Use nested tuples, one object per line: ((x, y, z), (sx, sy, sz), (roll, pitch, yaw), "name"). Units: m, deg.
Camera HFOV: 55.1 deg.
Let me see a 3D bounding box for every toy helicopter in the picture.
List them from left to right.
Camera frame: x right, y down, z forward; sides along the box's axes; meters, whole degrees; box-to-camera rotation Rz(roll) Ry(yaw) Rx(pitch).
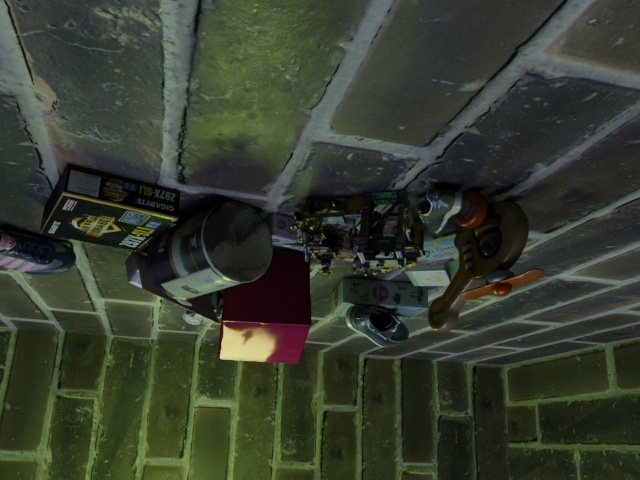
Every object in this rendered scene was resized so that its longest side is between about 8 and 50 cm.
((0.353, 0.078, 1.381), (0.140, 0.235, 0.354), (12, 120, -27), "toy helicopter")

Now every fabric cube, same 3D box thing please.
((-0.168, 0.194, 1.834), (0.255, 0.258, 0.258), (4, 144, -7), "fabric cube")

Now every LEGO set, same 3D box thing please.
((0.090, 0.024, 1.436), (0.332, 0.192, 0.254), (2, 148, 10), "LEGO set")

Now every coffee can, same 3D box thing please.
((-0.281, 0.031, 1.548), (0.202, 0.201, 0.276), (18, 155, -39), "coffee can")

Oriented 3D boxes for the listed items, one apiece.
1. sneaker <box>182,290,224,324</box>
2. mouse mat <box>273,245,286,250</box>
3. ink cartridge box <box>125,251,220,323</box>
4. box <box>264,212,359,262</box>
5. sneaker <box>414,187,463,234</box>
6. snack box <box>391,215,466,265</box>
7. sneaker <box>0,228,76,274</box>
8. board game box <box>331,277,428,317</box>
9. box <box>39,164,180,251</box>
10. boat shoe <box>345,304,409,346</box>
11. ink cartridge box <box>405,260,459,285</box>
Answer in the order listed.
((-0.410, 0.198, 2.128), (0.235, 0.153, 0.094), (-10, 148, -50), "sneaker")
((-0.187, 0.006, 1.766), (0.153, 0.007, 0.190), (-15, 156, 41), "mouse mat")
((-0.451, 0.159, 1.869), (0.275, 0.060, 0.239), (31, -167, -32), "ink cartridge box")
((0.000, 0.000, 1.635), (0.324, 0.067, 0.063), (15, 157, -30), "box")
((0.254, -0.072, 1.408), (0.086, 0.064, 0.192), (12, 160, -5), "sneaker")
((0.315, -0.001, 1.588), (0.175, 0.070, 0.207), (20, 153, -40), "snack box")
((-0.862, 0.028, 1.746), (0.319, 0.112, 0.131), (9, 163, -23), "sneaker")
((0.207, 0.214, 2.204), (0.304, 0.097, 0.224), (4, 160, -9), "board game box")
((-0.514, -0.065, 1.485), (0.257, 0.079, 0.322), (11, 159, -30), "box")
((0.222, 0.298, 2.129), (0.099, 0.116, 0.320), (-11, 152, 42), "boat shoe")
((0.392, 0.093, 1.888), (0.235, 0.056, 0.171), (-2, 161, 17), "ink cartridge box")
